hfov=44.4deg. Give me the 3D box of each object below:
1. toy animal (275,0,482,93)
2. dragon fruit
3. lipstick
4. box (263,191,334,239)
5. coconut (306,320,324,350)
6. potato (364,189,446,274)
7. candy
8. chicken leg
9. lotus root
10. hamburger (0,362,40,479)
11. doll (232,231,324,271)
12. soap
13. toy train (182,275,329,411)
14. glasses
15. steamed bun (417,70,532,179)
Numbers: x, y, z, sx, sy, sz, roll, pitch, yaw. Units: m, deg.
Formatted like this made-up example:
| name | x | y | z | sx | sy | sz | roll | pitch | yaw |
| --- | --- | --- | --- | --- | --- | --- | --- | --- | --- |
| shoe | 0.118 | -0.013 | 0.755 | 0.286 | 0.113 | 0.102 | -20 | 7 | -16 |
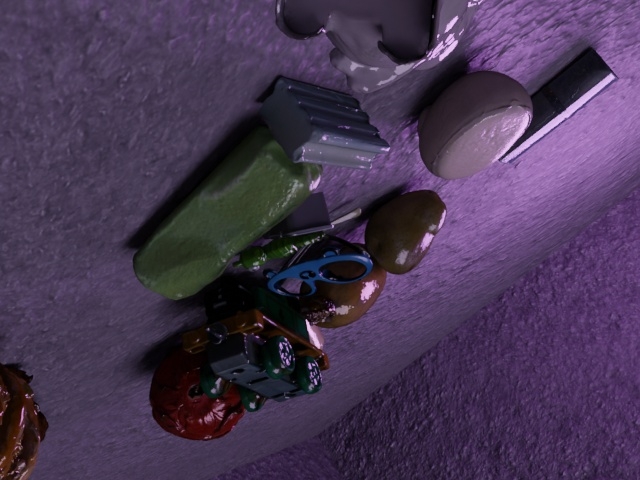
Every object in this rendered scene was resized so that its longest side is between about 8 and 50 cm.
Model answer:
| name | x | y | z | sx | sy | sz | roll | pitch | yaw |
| --- | --- | --- | --- | --- | --- | --- | --- | --- | --- |
| toy animal | 0.100 | -0.295 | 0.908 | 0.357 | 0.194 | 0.258 | -28 | 143 | -64 |
| dragon fruit | -0.267 | 0.335 | 1.751 | 0.241 | 0.241 | 0.252 | -36 | 158 | 9 |
| lipstick | 0.478 | -0.273 | 1.644 | 0.290 | 0.076 | 0.077 | -41 | 160 | 24 |
| box | -0.042 | -0.044 | 1.381 | 0.084 | 0.069 | 0.122 | -5 | -175 | 44 |
| coconut | -0.076 | 0.224 | 1.907 | 0.147 | 0.152 | 0.147 | -24 | -158 | 10 |
| potato | 0.188 | -0.027 | 1.693 | 0.194 | 0.157 | 0.157 | -44 | 159 | 9 |
| candy | -0.144 | -0.041 | 1.206 | 0.343 | 0.132 | 0.142 | -40 | -158 | 26 |
| chicken leg | -0.581 | 0.325 | 1.475 | 0.113 | 0.093 | 0.304 | -12 | 150 | -20 |
| lotus root | 0.045 | 0.107 | 1.697 | 0.169 | 0.151 | 0.343 | -30 | -174 | 25 |
| hamburger | -0.561 | 0.278 | 1.194 | 0.261 | 0.245 | 0.211 | 3 | 152 | 20 |
| doll | -0.080 | 0.015 | 1.476 | 0.190 | 0.050 | 0.115 | -20 | -175 | 14 |
| soap | 0.008 | -0.164 | 1.137 | 0.063 | 0.114 | 0.198 | -43 | 157 | 26 |
| toy train | -0.126 | 0.203 | 1.637 | 0.178 | 0.249 | 0.429 | -20 | 151 | 17 |
| glasses | 0.019 | 0.031 | 1.545 | 0.239 | 0.102 | 0.207 | -19 | -163 | 38 |
| steamed bun | 0.261 | -0.210 | 1.385 | 0.177 | 0.130 | 0.228 | -9 | 153 | -28 |
